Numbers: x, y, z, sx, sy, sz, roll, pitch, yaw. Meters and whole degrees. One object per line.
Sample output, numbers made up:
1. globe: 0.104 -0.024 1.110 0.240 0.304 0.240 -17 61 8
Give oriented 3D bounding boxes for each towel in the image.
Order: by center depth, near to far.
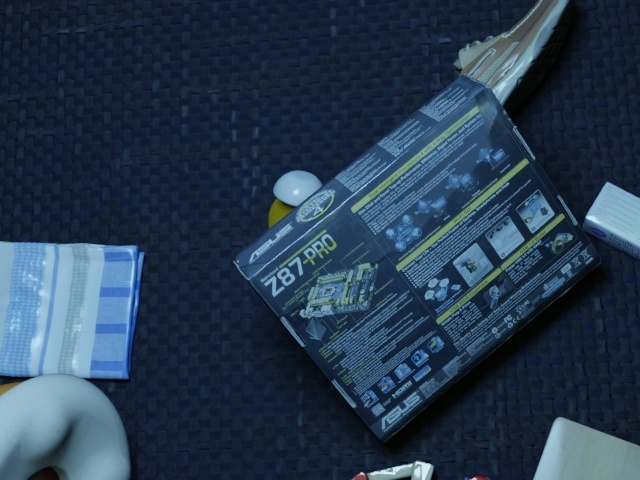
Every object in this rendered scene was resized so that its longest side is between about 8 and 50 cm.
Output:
1. towel: -0.409 0.100 1.812 0.285 0.034 0.209 2 75 10

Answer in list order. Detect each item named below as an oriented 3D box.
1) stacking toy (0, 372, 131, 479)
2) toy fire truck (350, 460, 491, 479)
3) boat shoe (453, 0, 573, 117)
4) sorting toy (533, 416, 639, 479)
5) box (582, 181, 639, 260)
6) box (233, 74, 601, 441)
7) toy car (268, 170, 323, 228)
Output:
1. stacking toy: -0.535 0.311 1.667 0.480 0.350 0.350 11 75 29
2. toy fire truck: 0.137 0.347 1.638 0.192 0.047 0.135 -27 70 0
3. boat shoe: 0.247 -0.243 1.759 0.116 0.123 0.324 34 80 19
4. sorting toy: 0.380 0.394 1.561 0.255 0.089 0.257 19 78 15
5. box: 0.515 0.028 1.659 0.324 0.063 0.067 29 79 16
6. box: 0.134 0.028 1.614 0.395 0.097 0.318 -40 116 -2
7. toy car: 0.000 0.000 1.715 0.136 0.159 0.182 3 28 -26
